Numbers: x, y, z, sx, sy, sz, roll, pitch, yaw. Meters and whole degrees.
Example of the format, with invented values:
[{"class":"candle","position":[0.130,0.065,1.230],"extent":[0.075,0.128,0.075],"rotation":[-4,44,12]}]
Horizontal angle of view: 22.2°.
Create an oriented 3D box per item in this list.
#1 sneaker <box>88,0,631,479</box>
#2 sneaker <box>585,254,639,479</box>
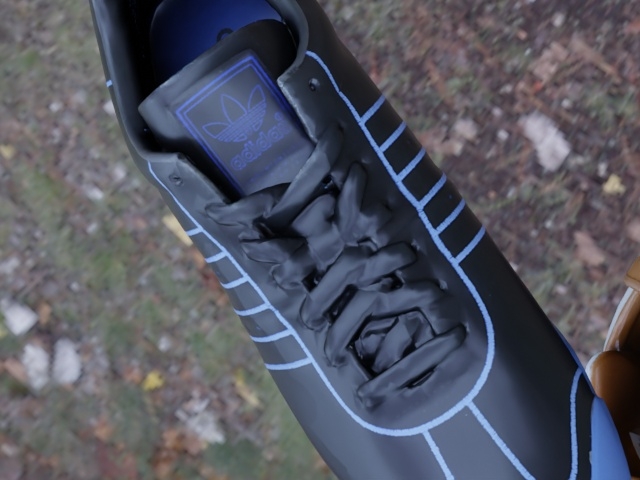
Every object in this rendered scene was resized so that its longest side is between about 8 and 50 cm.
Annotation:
[{"class":"sneaker","position":[0.000,0.000,0.459],"extent":[0.081,0.090,0.232],"rotation":[-38,64,7]},{"class":"sneaker","position":[0.152,0.073,0.645],"extent":[0.106,0.123,0.290],"rotation":[52,165,36]}]
